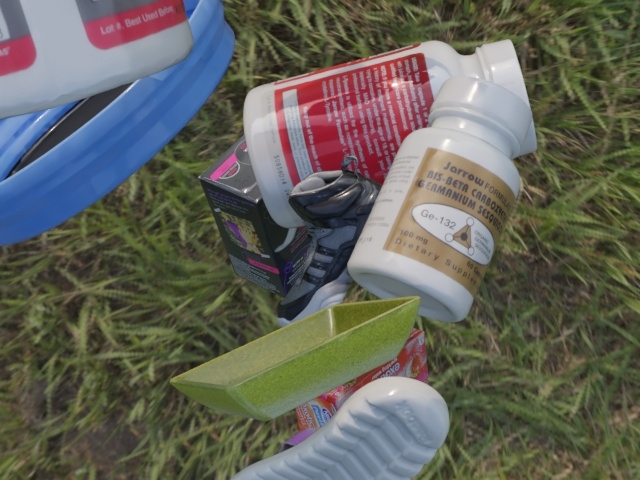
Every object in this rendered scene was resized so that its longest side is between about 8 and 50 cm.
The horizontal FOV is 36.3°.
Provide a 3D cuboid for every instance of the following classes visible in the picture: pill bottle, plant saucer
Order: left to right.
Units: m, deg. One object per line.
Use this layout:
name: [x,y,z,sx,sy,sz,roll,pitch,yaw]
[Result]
pill bottle: [-0.204,-0.246,0.602,0.176,0.176,0.318,-12,108,9]
plant saucer: [-0.020,0.108,0.865,0.188,0.188,0.045,-23,94,-23]
pill bottle: [0.106,-0.170,1.482,0.408,0.229,0.228,-13,98,10]
pill bottle: [0.129,-0.044,0.996,0.131,0.131,0.229,24,76,3]

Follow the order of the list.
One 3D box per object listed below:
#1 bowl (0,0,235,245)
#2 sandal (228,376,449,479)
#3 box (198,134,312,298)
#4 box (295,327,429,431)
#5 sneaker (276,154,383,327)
bowl: [-0.260,-0.148,1.088,0.391,0.391,0.077,-32,119,11]
sandal: [0.019,0.293,1.279,0.169,0.102,0.416,40,125,-16]
box: [-0.087,-0.049,1.766,0.143,0.165,0.270,25,148,31]
box: [0.079,0.264,1.811,0.123,0.257,0.128,15,125,40]
sneaker: [0.000,0.000,1.314,0.153,0.101,0.268,44,118,-6]
